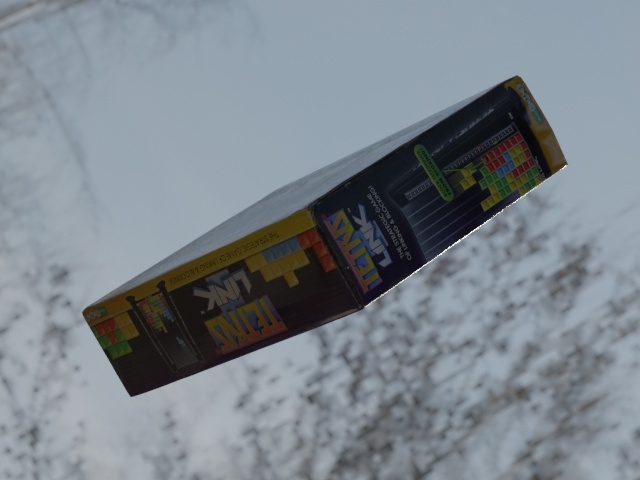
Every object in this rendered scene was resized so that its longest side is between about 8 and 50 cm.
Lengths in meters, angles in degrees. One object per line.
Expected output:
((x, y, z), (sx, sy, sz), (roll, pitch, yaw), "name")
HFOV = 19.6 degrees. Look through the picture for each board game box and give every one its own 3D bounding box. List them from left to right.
((0.000, 0.000, 0.787), (0.170, 0.141, 0.048), (-23, -81, 50), "board game box")
